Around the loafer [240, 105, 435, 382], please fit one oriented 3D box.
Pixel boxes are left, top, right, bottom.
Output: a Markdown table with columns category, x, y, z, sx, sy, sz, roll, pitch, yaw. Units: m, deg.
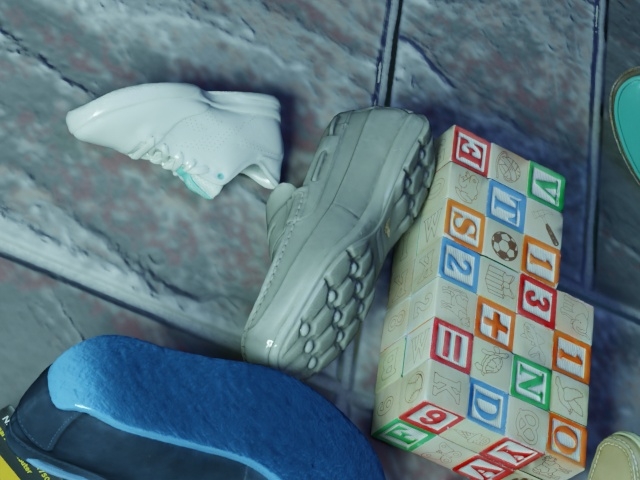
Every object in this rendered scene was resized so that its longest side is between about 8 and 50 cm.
| category | x | y | z | sx | sy | sz | roll | pitch | yaw |
| --- | --- | --- | --- | --- | --- | --- | --- | --- | --- |
| loafer | 0.000 | 0.000 | 1.683 | 0.111 | 0.112 | 0.319 | 11 | 44 | 21 |

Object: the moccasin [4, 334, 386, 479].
| category | x | y | z | sx | sy | sz | roll | pitch | yaw |
| --- | --- | --- | --- | --- | --- | --- | --- | --- | --- |
| moccasin | -0.093 | 0.156 | 1.506 | 0.342 | 0.117 | 0.137 | 29 | 39 | -37 |

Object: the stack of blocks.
| category | x | y | z | sx | sy | sz | roll | pitch | yaw |
| --- | --- | --- | --- | --- | --- | --- | --- | --- | --- |
| stack of blocks | 0.153 | 0.063 | 1.758 | 0.171 | 0.087 | 0.297 | 24 | 53 | -23 |

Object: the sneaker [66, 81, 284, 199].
| category | x | y | z | sx | sy | sz | roll | pitch | yaw |
| --- | --- | --- | --- | --- | --- | --- | --- | --- | --- |
| sneaker | -0.115 | -0.080 | 1.664 | 0.212 | 0.080 | 0.094 | 0 | 77 | -37 |

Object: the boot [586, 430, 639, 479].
| category | x | y | z | sx | sy | sz | roll | pitch | yaw |
| --- | --- | --- | --- | --- | --- | --- | --- | --- | --- |
| boot | 0.199 | 0.264 | 1.631 | 0.165 | 0.077 | 0.213 | 4 | 98 | -34 |

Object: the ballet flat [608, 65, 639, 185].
| category | x | y | z | sx | sy | sz | roll | pitch | yaw |
| --- | --- | --- | --- | --- | --- | --- | --- | --- | --- |
| ballet flat | 0.408 | -0.051 | 2.013 | 0.316 | 0.107 | 0.106 | 55 | 27 | -3 |

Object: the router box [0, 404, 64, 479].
| category | x | y | z | sx | sy | sz | roll | pitch | yaw |
| --- | --- | --- | --- | --- | --- | --- | --- | --- | --- |
| router box | -0.231 | 0.227 | 1.418 | 0.133 | 0.046 | 0.179 | -32 | 86 | -43 |
